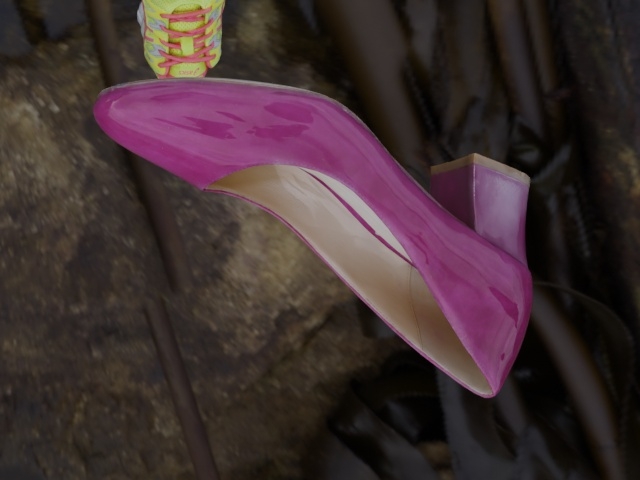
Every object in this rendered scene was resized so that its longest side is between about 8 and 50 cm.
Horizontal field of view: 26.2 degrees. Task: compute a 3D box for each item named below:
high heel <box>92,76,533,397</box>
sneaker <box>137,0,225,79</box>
[{"bbox_3d":[0.000,0.000,0.667,0.244,0.082,0.117,16,73,-32],"label":"high heel"},{"bbox_3d":[-0.111,-0.179,1.145,0.081,0.208,0.094,-8,79,-7],"label":"sneaker"}]
